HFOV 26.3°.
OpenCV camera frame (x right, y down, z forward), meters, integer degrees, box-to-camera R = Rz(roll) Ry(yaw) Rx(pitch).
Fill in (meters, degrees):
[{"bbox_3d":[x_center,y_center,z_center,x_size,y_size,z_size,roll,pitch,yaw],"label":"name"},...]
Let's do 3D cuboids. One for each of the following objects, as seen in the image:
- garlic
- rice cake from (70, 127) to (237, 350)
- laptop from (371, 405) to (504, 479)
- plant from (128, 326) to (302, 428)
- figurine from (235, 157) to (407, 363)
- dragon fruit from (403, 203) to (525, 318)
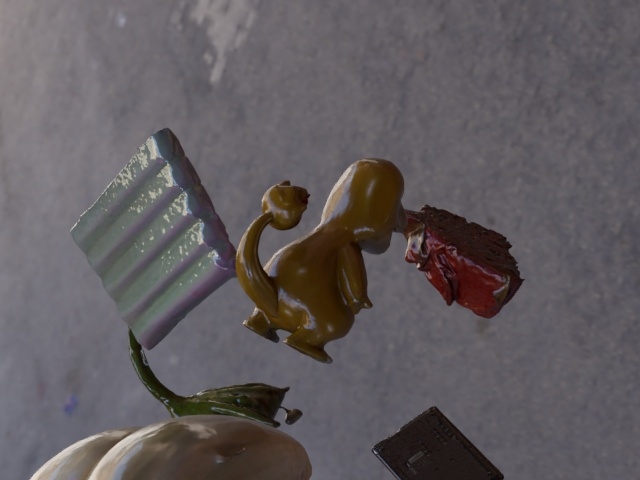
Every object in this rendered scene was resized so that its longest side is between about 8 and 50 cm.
[{"bbox_3d":[-0.176,0.294,1.439,0.313,0.249,0.286,-49,3,-30],"label":"garlic"},{"bbox_3d":[-0.179,0.004,1.484,0.198,0.037,0.189,-32,86,41],"label":"rice cake"},{"bbox_3d":[0.179,0.343,2.108,0.180,0.129,0.016,44,160,39],"label":"laptop"},{"bbox_3d":[-0.222,0.275,2.261,0.251,0.333,0.180,-54,-2,-11],"label":"plant"},{"bbox_3d":[-0.001,-0.004,1.076,0.121,0.122,0.176,13,57,48],"label":"figurine"},{"bbox_3d":[0.121,0.021,1.319,0.097,0.131,0.063,-85,18,-63],"label":"dragon fruit"}]
